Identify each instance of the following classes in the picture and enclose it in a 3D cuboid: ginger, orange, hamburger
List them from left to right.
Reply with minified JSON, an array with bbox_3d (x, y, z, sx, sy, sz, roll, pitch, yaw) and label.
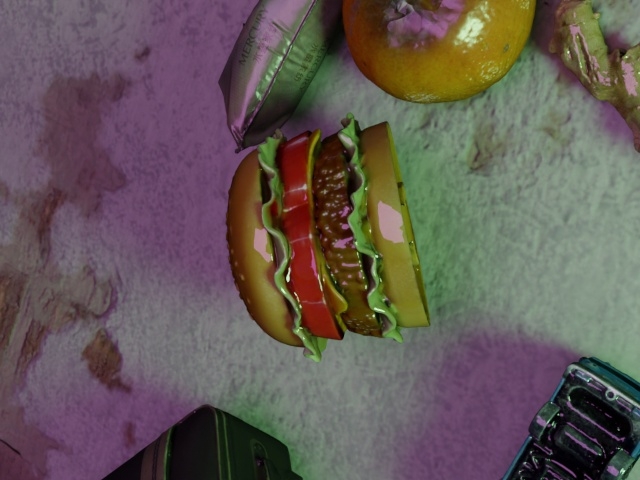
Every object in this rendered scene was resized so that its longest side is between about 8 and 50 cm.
[{"bbox_3d":[0.000,0.000,1.187,0.212,0.274,0.275,-12,86,7],"label":"hamburger"},{"bbox_3d":[0.130,-0.265,1.177,0.224,0.170,0.224,2,94,26],"label":"orange"},{"bbox_3d":[0.351,-0.154,1.126,0.089,0.075,0.288,-45,68,16],"label":"ginger"}]

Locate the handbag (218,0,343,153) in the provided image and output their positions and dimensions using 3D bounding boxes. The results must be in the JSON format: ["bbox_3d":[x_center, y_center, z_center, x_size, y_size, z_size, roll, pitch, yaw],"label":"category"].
[{"bbox_3d":[-0.048,-0.248,1.294,0.117,0.182,0.270,24,105,-19],"label":"handbag"}]

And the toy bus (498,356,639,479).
[{"bbox_3d":[0.278,0.244,1.135,0.116,0.133,0.234,35,112,24],"label":"toy bus"}]

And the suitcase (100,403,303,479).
[{"bbox_3d":[-0.212,0.413,1.328,0.434,0.194,0.283,-37,37,22],"label":"suitcase"}]
